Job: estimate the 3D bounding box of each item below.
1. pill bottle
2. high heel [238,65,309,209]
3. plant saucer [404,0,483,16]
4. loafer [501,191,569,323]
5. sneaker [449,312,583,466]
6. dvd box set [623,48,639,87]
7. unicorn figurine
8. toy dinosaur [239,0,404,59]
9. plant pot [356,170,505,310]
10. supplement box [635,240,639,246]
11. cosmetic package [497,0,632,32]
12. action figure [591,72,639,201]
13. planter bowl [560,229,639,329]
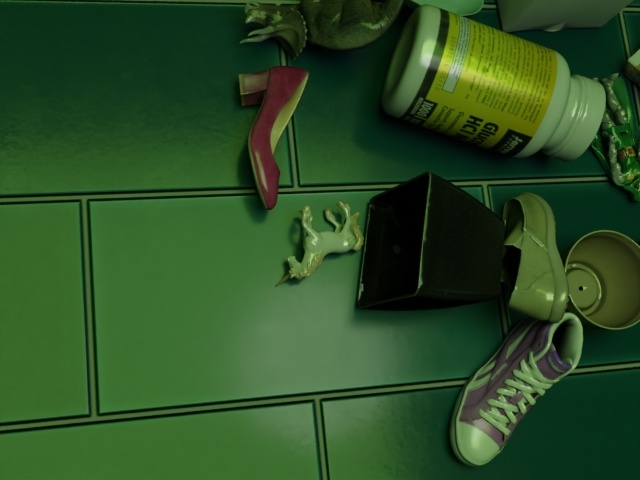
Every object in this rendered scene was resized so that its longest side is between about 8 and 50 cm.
[{"bbox_3d":[0.285,-0.247,1.367,0.333,0.188,0.188,17,74,-9],"label":"pill bottle"},{"bbox_3d":[-0.060,-0.167,1.323,0.117,0.082,0.244,-7,66,-5],"label":"high heel"},{"bbox_3d":[0.187,-0.434,1.439,0.194,0.037,0.195,12,45,-13],"label":"plant saucer"},{"bbox_3d":[0.322,0.016,1.315,0.092,0.102,0.269,5,39,-5],"label":"loafer"},{"bbox_3d":[0.306,0.222,1.281,0.102,0.161,0.282,35,73,-5],"label":"sneaker"},{"bbox_3d":[0.801,-0.273,1.453,0.307,0.062,0.420,-40,69,-1],"label":"dvd box set"},{"bbox_3d":[0.000,0.000,1.308,0.161,0.060,0.111,-10,79,-15],"label":"unicorn figurine"},{"bbox_3d":[0.040,-0.363,1.351,0.313,0.121,0.160,6,72,13],"label":"toy dinosaur"},{"bbox_3d":[0.181,0.020,1.292,0.167,0.188,0.188,13,74,-22],"label":"plant pot"},{"bbox_3d":[0.642,0.102,1.435,0.130,0.073,0.240,-12,80,-15],"label":"supplement box"},{"bbox_3d":[0.462,-0.498,1.366,0.217,0.385,0.156,-6,80,-17],"label":"cosmetic package"},{"bbox_3d":[0.535,-0.180,1.483,0.137,0.063,0.232,-16,85,-20],"label":"action figure"},{"bbox_3d":[0.452,0.074,1.376,0.162,0.109,0.162,3,76,-13],"label":"planter bowl"}]
